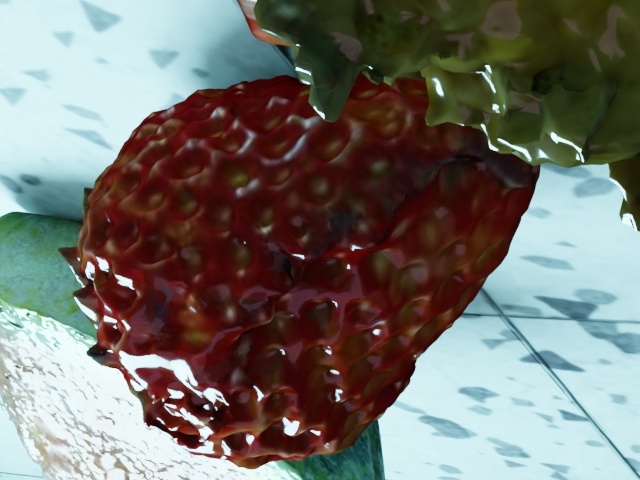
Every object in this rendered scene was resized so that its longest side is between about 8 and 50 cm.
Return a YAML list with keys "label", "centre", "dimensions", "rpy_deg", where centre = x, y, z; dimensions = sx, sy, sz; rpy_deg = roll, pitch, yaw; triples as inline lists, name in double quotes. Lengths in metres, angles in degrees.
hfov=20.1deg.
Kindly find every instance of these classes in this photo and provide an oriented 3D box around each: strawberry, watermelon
- label: "strawberry"
  centre: [0.000, 0.000, 0.912]
  dimensions: [0.244, 0.205, 0.205]
  rpy_deg: [-26, 138, 30]
- label: "watermelon"
  centre: [-0.104, 0.109, 1.194]
  dimensions: [0.310, 0.193, 0.232]
  rpy_deg: [16, 157, -2]

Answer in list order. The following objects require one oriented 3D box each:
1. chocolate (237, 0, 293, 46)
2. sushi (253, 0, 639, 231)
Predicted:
- label: "chocolate"
  centre: [0.069, -0.149, 0.587]
  dimensions: [0.234, 0.108, 0.237]
  rpy_deg: [8, 156, 18]
- label: "sushi"
  centre: [0.036, -0.188, 0.311]
  dimensions: [0.234, 0.207, 0.348]
  rpy_deg: [-25, 120, 20]
